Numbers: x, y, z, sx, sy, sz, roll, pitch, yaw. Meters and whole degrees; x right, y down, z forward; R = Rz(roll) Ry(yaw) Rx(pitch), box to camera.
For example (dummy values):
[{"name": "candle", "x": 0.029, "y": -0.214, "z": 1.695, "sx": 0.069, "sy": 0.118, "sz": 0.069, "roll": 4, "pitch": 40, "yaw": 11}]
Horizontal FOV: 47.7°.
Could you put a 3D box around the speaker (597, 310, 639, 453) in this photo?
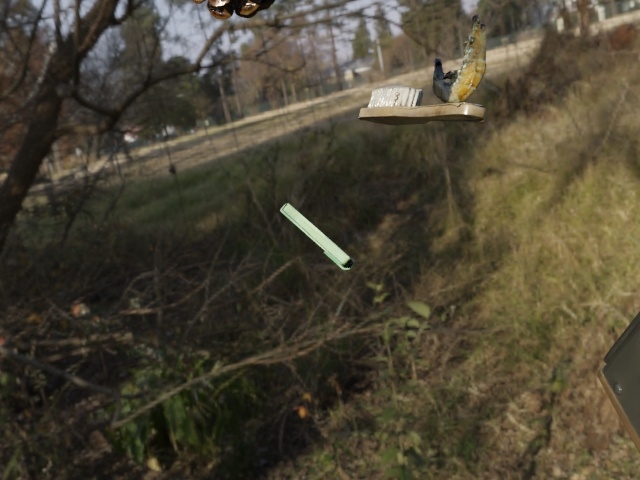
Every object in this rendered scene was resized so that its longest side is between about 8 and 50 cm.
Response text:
[{"name": "speaker", "x": 0.516, "y": 0.181, "z": 0.925, "sx": 0.231, "sy": 0.153, "sz": 0.192, "roll": -6, "pitch": 49, "yaw": -16}]

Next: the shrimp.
[{"name": "shrimp", "x": 0.315, "y": -0.410, "z": 1.648, "sx": 0.051, "sy": 0.217, "sz": 0.150, "roll": 23, "pitch": -17, "yaw": -35}]

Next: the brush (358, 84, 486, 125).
[{"name": "brush", "x": 0.162, "y": -0.223, "z": 1.181, "sx": 0.070, "sy": 0.065, "sz": 0.327, "roll": 11, "pitch": 4, "yaw": -25}]

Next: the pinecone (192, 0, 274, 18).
[{"name": "pinecone", "x": -0.134, "y": -0.456, "z": 1.163, "sx": 0.208, "sy": 0.207, "sz": 0.208, "roll": -10, "pitch": 9, "yaw": 2}]

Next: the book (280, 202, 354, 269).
[{"name": "book", "x": 0.000, "y": 0.000, "z": 0.882, "sx": 0.017, "sy": 0.103, "sz": 0.135, "roll": -48, "pitch": -5, "yaw": 0}]
